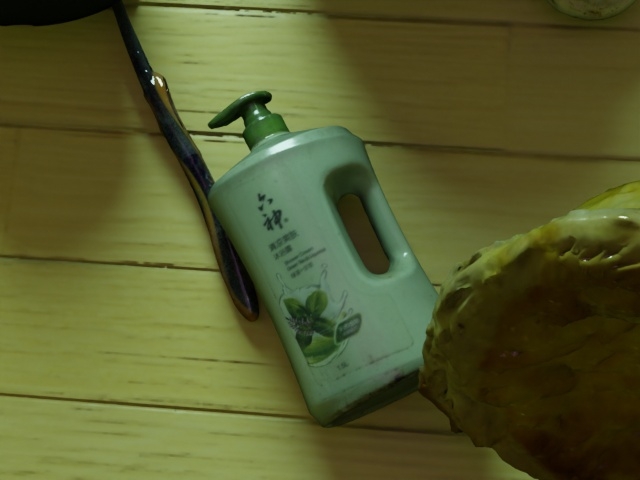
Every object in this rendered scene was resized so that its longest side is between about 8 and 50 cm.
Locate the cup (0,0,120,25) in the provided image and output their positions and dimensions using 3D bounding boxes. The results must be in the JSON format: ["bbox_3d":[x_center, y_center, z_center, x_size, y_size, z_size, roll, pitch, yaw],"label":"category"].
[{"bbox_3d":[-0.222,-0.240,1.035,0.223,0.169,0.176,-23,73,41],"label":"cup"}]

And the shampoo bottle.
[{"bbox_3d":[0.000,0.000,0.998,0.118,0.087,0.234,-26,77,-4],"label":"shampoo bottle"}]

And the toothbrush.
[{"bbox_3d":[-0.107,-0.087,1.059,0.031,0.023,0.321,-23,77,10],"label":"toothbrush"}]

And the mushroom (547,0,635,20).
[{"bbox_3d":[0.193,-0.198,1.037,0.084,0.067,0.083,1,75,-2],"label":"mushroom"}]

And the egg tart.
[{"bbox_3d":[0.224,0.058,0.864,0.341,0.341,0.129,10,59,7],"label":"egg tart"}]
